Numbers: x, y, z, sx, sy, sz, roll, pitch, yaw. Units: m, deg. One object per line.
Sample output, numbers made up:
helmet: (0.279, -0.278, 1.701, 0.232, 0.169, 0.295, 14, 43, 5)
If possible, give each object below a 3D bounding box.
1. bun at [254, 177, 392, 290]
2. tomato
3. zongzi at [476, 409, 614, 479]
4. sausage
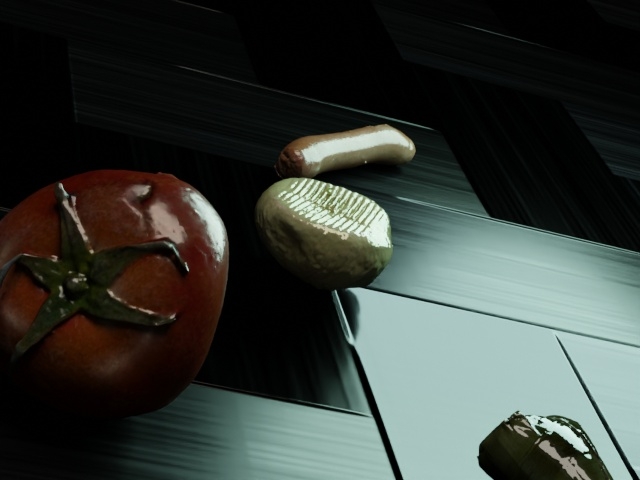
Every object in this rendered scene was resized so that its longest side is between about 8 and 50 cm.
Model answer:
bun: (0.000, 0.000, 1.354, 0.115, 0.069, 0.115, 16, 23, -7)
tomato: (-0.136, 0.034, 1.086, 0.167, 0.167, 0.167, 17, 24, -8)
zongzi: (0.193, 0.175, 1.160, 0.154, 0.062, 0.130, 43, 20, 30)
sausage: (0.024, -0.082, 1.586, 0.043, 0.043, 0.186, 34, 27, 29)
